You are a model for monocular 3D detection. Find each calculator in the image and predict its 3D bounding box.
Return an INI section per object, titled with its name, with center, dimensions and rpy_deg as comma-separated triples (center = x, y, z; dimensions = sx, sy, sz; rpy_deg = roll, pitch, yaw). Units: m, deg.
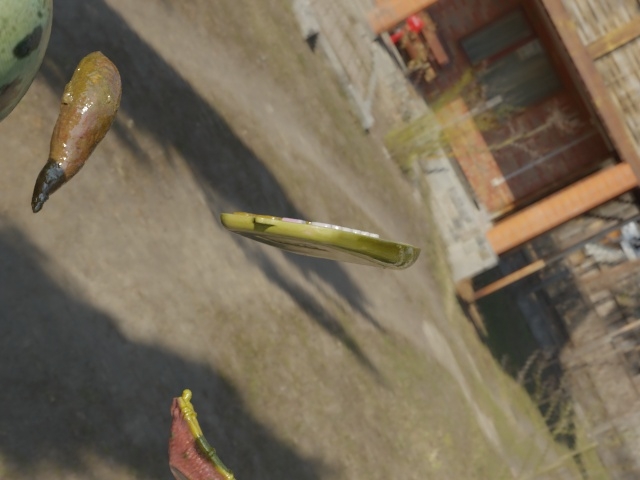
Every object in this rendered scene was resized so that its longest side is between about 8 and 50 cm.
[calculator]
center = 0.000, 0.000, 1.013
dimensions = 0.236, 0.157, 0.033
rpy_deg = 15, 85, -59

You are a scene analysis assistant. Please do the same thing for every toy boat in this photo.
[toy boat]
center = -0.162, 0.396, 1.619
dimensions = 0.099, 0.141, 0.318
rpy_deg = -40, 105, -32

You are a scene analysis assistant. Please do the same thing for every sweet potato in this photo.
[sweet potato]
center = -0.262, -0.128, 1.097
dimensions = 0.068, 0.068, 0.226
rpy_deg = 47, 48, -47

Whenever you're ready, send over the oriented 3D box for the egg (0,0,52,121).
[egg]
center = -0.300, -0.172, 0.779
dimensions = 0.228, 0.177, 0.177
rpy_deg = 104, -21, -44
